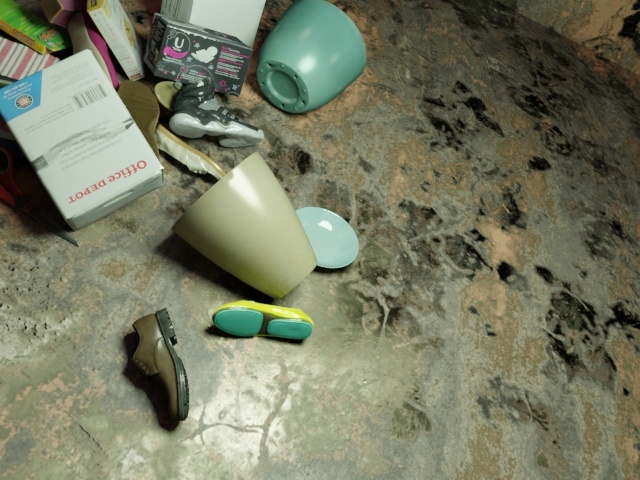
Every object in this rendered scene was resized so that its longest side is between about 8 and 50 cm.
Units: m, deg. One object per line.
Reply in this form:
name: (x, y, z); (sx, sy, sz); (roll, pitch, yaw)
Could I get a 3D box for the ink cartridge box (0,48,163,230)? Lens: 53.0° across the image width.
ink cartridge box: (-0.508, -0.209, 1.367); (0.223, 0.129, 0.307); (-31, 87, -16)

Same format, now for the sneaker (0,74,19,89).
sneaker: (-0.780, -0.389, 1.512); (0.222, 0.083, 0.118); (9, 52, -28)

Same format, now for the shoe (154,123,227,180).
shoe: (-0.331, -0.208, 1.618); (0.219, 0.076, 0.058); (35, 89, 2)

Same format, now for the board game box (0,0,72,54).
board game box: (-0.780, -0.568, 1.699); (0.259, 0.039, 0.124); (29, 31, 3)

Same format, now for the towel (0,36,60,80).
towel: (-0.774, -0.447, 1.620); (0.197, 0.029, 0.144); (17, 46, -16)

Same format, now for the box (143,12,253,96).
box: (-0.337, -0.511, 1.761); (0.247, 0.142, 0.163); (8, 25, -31)

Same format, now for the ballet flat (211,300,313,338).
ballet flat: (-0.126, 0.167, 1.387); (0.231, 0.077, 0.077); (11, 27, -22)

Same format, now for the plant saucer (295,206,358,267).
plant saucer: (0.000, 0.000, 1.611); (0.195, 0.037, 0.195); (14, 48, -16)

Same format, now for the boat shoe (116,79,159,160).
boat shoe: (-0.454, -0.262, 1.560); (0.109, 0.098, 0.302); (9, 53, -35)

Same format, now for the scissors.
scissors: (-0.641, -0.075, 1.361); (0.109, 0.021, 0.297); (-38, 88, -16)

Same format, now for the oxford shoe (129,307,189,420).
oxford shoe: (-0.308, 0.245, 1.225); (0.096, 0.083, 0.227); (-17, 58, -15)

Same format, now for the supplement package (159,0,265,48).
supplement package: (-0.325, -0.671, 1.912); (0.262, 0.204, 0.145); (-22, 61, -39)

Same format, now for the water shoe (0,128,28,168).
water shoe: (-0.677, -0.191, 1.429); (0.203, 0.073, 0.080); (15, 74, -16)

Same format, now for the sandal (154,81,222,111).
sandal: (-0.373, -0.366, 1.726); (0.240, 0.079, 0.088); (-11, 86, -56)

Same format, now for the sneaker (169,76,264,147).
sneaker: (-0.265, -0.338, 1.676); (0.269, 0.101, 0.153); (6, 73, -38)

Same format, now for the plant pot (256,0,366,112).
plant pot: (-0.050, -0.514, 1.876); (0.293, 0.293, 0.235); (34, 60, 4)

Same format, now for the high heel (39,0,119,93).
high heel: (-0.576, -0.485, 1.684); (0.377, 0.127, 0.181); (65, 25, 4)

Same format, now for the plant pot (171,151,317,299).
plant pot: (-0.142, -0.011, 1.429); (0.274, 0.256, 0.256); (48, 45, -6)

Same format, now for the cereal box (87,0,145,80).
cereal box: (-0.542, -0.567, 1.705); (0.047, 0.240, 0.173); (-18, 56, 3)
